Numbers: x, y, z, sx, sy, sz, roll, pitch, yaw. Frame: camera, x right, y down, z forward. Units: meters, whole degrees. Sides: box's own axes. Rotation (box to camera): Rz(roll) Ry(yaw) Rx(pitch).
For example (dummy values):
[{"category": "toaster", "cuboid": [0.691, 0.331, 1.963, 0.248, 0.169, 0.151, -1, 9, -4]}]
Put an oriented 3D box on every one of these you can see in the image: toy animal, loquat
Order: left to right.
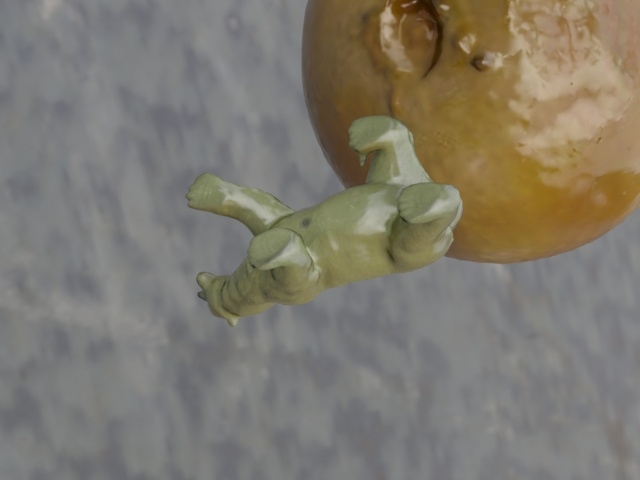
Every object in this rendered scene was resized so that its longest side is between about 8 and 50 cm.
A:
[{"category": "toy animal", "cuboid": [0.000, 0.000, 1.304, 0.101, 0.218, 0.103, 55, 22, -46]}, {"category": "loquat", "cuboid": [0.142, -0.140, 1.529, 0.328, 0.328, 0.328, 35, 48, -51]}]
